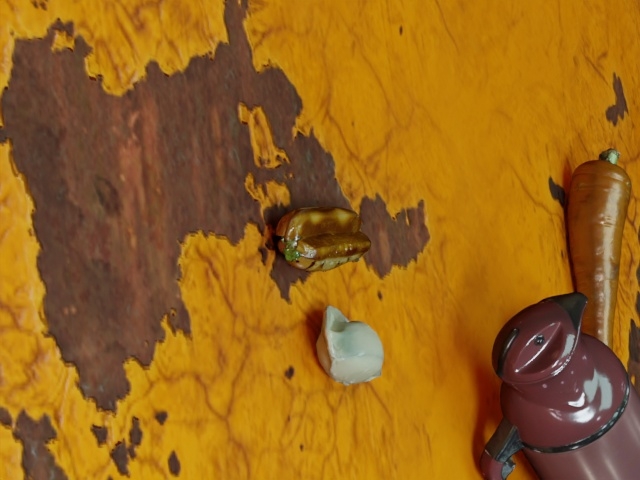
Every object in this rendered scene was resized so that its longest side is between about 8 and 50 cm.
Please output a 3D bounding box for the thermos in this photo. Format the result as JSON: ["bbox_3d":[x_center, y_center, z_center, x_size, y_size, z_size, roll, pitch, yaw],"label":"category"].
[{"bbox_3d":[0.216,0.175,1.489,0.109,0.136,0.330,-88,155,-44],"label":"thermos"}]

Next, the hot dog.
[{"bbox_3d":[0.000,0.000,1.285,0.122,0.037,0.049,0,68,-64],"label":"hot dog"}]

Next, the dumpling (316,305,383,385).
[{"bbox_3d":[0.019,0.074,1.283,0.077,0.043,0.059,3,59,-42],"label":"dumpling"}]

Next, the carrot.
[{"bbox_3d":[0.262,0.034,1.686,0.061,0.061,0.256,22,71,-54],"label":"carrot"}]

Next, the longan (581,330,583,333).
[{"bbox_3d":[0.194,0.098,1.540,0.083,0.075,0.075,17,56,-9],"label":"longan"}]
